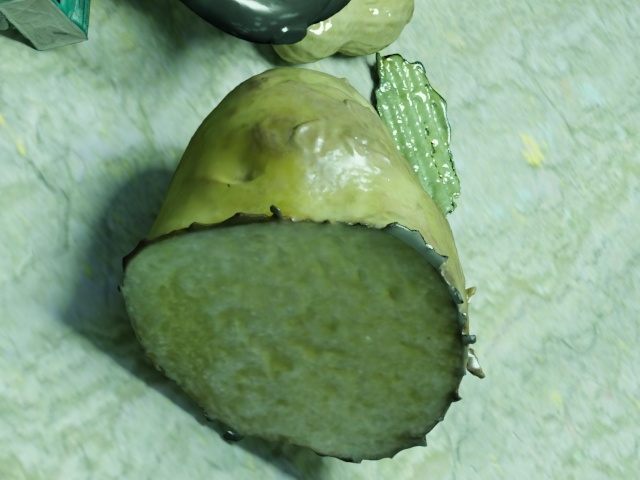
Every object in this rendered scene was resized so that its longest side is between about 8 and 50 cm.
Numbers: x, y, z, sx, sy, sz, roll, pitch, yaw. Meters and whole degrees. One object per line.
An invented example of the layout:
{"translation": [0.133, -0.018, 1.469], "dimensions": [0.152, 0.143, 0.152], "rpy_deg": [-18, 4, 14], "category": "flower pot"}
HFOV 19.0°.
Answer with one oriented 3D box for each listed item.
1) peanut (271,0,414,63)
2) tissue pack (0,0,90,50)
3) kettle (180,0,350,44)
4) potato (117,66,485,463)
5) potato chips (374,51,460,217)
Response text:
{"translation": [0.025, -0.218, 1.859], "dimensions": [0.187, 0.082, 0.082], "rpy_deg": [-14, 75, -40], "category": "peanut"}
{"translation": [-0.250, -0.233, 1.670], "dimensions": [0.085, 0.079, 0.111], "rpy_deg": [47, 37, -57], "category": "tissue pack"}
{"translation": [-0.095, -0.294, 1.705], "dimensions": [0.290, 0.207, 0.268], "rpy_deg": [43, 37, -6], "category": "kettle"}
{"translation": [0.000, 0.000, 1.626], "dimensions": [0.301, 0.289, 0.237], "rpy_deg": [5, 37, 5], "category": "potato"}
{"translation": [0.101, -0.091, 1.878], "dimensions": [0.092, 0.028, 0.207], "rpy_deg": [2, 64, -34], "category": "potato chips"}
